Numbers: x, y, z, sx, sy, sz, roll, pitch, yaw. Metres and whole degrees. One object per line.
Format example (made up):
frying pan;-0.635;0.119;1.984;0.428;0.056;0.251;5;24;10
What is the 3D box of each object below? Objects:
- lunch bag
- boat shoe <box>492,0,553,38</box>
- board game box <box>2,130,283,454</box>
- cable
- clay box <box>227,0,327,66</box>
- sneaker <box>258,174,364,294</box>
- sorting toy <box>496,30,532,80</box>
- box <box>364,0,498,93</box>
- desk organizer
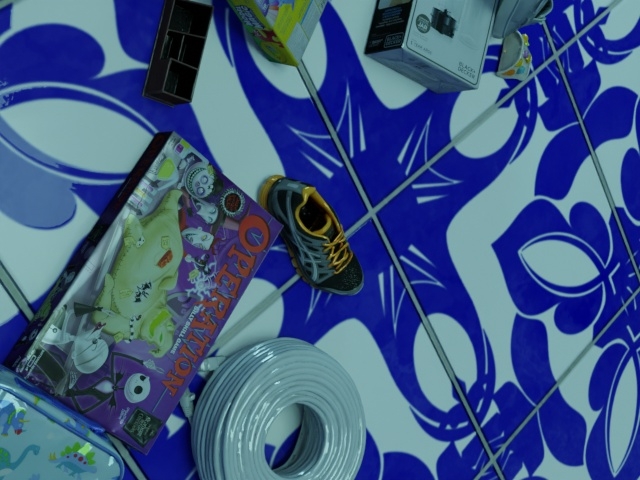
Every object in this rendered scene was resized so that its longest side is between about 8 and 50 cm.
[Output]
lunch bag;-0.337;0.246;1.032;0.219;0.090;0.176;41;84;-30
boat shoe;0.313;-0.358;1.440;0.081;0.227;0.079;13;85;4
board game box;-0.207;0.063;1.167;0.208;0.056;0.347;43;67;-35
cable;-0.050;0.259;1.268;0.257;0.089;0.257;-17;102;-36
clay box;-0.062;-0.333;1.193;0.127;0.053;0.222;-67;153;-14
sneaker;0.000;0.000;1.299;0.215;0.083;0.084;51;62;-29
sorting toy;0.332;-0.303;1.570;0.075;0.045;0.083;23;78;-55
box;0.184;-0.386;1.416;0.169;0.087;0.290;18;82;-36
desk organizer;-0.176;-0.236;1.171;0.047;0.050;0.130;17;82;-37
